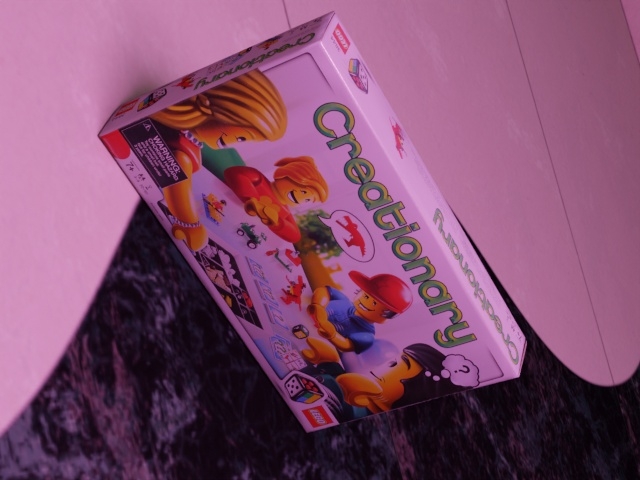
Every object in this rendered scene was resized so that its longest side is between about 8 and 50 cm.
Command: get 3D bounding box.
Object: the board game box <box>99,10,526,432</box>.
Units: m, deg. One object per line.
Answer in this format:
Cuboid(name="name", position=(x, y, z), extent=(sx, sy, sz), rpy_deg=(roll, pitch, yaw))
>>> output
Cuboid(name="board game box", position=(0.000, 0.000, 0.974), extent=(0.305, 0.193, 0.053), rpy_deg=(57, 31, -24))
